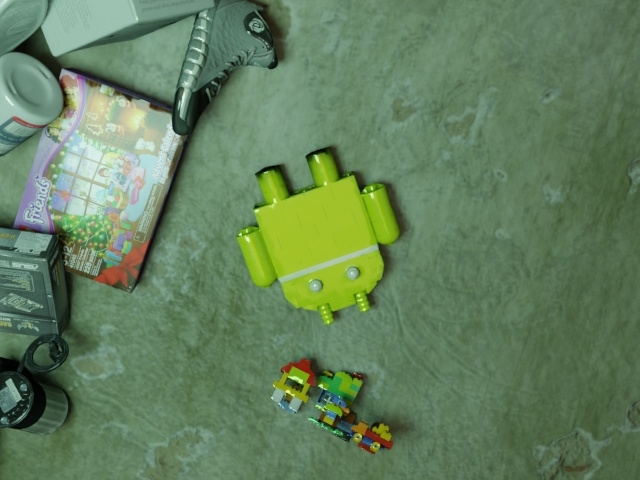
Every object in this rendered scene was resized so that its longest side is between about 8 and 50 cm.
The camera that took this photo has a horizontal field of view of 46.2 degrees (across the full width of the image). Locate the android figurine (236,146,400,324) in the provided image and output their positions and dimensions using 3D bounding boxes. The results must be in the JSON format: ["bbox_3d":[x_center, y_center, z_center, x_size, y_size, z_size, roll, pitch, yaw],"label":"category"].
[{"bbox_3d":[0.000,0.000,1.185,0.248,0.056,0.272,-17,103,1],"label":"android figurine"}]

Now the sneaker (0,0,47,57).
[{"bbox_3d":[-0.463,-0.314,0.990,0.104,0.296,0.146,-33,100,-38],"label":"sneaker"}]

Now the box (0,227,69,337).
[{"bbox_3d":[-0.506,0.059,1.128,0.231,0.056,0.183,7,134,-3],"label":"box"}]

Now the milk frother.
[{"bbox_3d":[-0.438,0.228,1.179,0.143,0.134,0.129,-18,71,-1],"label":"milk frother"}]

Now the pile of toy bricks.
[{"bbox_3d":[0.032,0.262,1.239,0.212,0.118,0.105,26,73,7],"label":"pile of toy bricks"}]

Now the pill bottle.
[{"bbox_3d":[-0.463,-0.179,1.066,0.180,0.108,0.108,-24,106,29],"label":"pill bottle"}]

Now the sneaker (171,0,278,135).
[{"bbox_3d":[-0.130,-0.249,1.080,0.132,0.086,0.228,15,84,-15],"label":"sneaker"}]

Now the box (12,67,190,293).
[{"bbox_3d":[-0.332,-0.088,1.142,0.201,0.057,0.293,20,102,-7],"label":"box"}]

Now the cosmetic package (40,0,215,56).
[{"bbox_3d":[-0.272,-0.349,0.994,0.184,0.151,0.151,-6,108,38],"label":"cosmetic package"}]
